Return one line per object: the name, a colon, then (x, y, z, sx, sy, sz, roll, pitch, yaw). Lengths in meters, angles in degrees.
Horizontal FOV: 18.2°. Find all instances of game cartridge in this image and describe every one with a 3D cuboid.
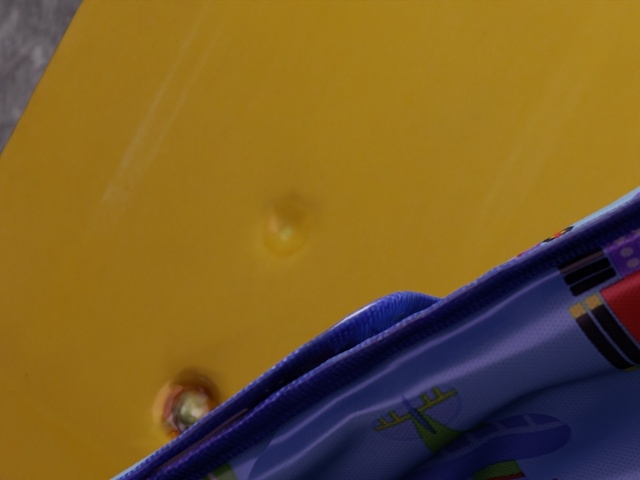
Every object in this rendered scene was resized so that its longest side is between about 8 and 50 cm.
game cartridge: (0.000, 0.000, 0.740, 0.285, 0.053, 0.323, 32, 95, 32)

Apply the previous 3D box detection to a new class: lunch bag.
lunch bag: (0.048, 0.075, 0.540, 0.293, 0.221, 0.138, -22, 82, 12)
